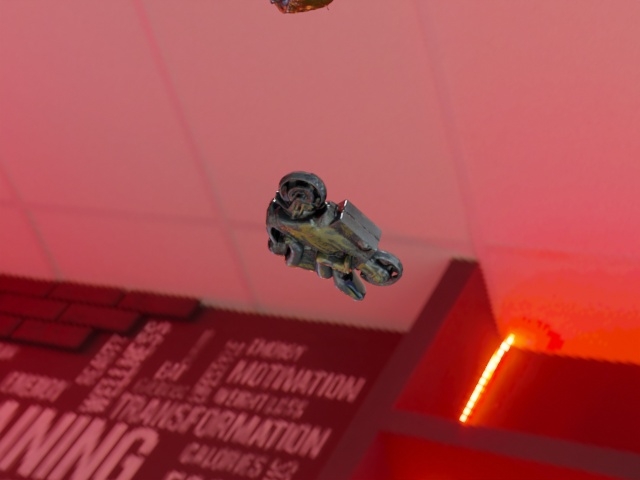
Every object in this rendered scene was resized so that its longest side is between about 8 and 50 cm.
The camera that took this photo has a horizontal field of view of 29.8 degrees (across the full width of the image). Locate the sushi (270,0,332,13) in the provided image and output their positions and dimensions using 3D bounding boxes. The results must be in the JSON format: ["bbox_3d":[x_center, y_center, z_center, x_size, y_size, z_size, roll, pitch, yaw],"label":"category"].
[{"bbox_3d":[-0.016,-0.155,0.684,0.099,0.047,0.050,-159,-114,-71],"label":"sushi"}]

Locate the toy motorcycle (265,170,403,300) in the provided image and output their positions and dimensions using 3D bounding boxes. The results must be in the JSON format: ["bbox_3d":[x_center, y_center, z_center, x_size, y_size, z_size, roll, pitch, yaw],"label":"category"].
[{"bbox_3d":[0.000,0.000,1.346,0.124,0.061,0.193,-22,-54,37],"label":"toy motorcycle"}]
